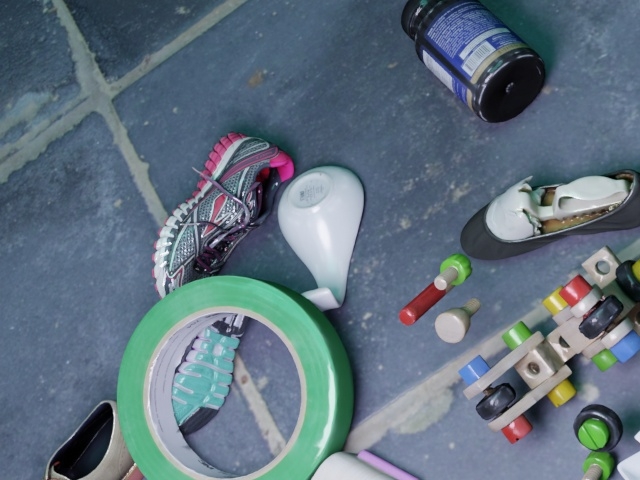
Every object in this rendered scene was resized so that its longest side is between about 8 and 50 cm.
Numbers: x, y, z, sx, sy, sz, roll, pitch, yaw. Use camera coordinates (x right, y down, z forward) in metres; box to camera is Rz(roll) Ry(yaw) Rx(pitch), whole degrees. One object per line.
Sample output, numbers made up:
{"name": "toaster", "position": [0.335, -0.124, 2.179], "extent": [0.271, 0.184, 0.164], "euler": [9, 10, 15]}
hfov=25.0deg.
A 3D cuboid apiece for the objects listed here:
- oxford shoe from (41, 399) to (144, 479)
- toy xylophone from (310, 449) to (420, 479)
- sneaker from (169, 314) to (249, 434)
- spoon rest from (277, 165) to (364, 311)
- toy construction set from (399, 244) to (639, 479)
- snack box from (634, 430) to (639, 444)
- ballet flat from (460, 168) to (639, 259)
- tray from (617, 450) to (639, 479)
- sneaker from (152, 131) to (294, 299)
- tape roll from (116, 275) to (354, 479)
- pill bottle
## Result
{"name": "oxford shoe", "position": [-0.369, 0.370, 2.029], "extent": [0.123, 0.130, 0.348], "euler": [25, 77, 34]}
{"name": "toy xylophone", "position": [0.023, 0.428, 1.833], "extent": [0.236, 0.081, 0.323], "euler": [35, 83, 36]}
{"name": "sneaker", "position": [-0.168, 0.172, 2.087], "extent": [0.224, 0.083, 0.098], "euler": [-65, 21, -4]}
{"name": "spoon rest", "position": [0.000, 0.000, 2.087], "extent": [0.137, 0.084, 0.276], "euler": [-16, 45, 17]}
{"name": "toy construction set", "position": [0.287, 0.100, 1.820], "extent": [0.309, 0.257, 0.237], "euler": [27, 34, 19]}
{"name": "snack box", "position": [0.456, 0.191, 1.753], "extent": [0.178, 0.064, 0.022], "euler": [-46, 52, -2]}
{"name": "ballet flat", "position": [0.309, -0.047, 1.933], "extent": [0.280, 0.096, 0.095], "euler": [-14, 59, 20]}
{"name": "tray", "position": [0.498, 0.252, 1.681], "extent": [0.270, 0.030, 0.145], "euler": [-28, 41, -5]}
{"name": "sneaker", "position": [-0.149, -0.026, 2.137], "extent": [0.112, 0.121, 0.299], "euler": [17, 73, 30]}
{"name": "tape roll", "position": [-0.117, 0.208, 1.953], "extent": [0.321, 0.077, 0.321], "euler": [-2, 84, 21]}
{"name": "pill bottle", "position": [0.214, -0.277, 2.087], "extent": [0.123, 0.123, 0.219], "euler": [-41, 54, 2]}
